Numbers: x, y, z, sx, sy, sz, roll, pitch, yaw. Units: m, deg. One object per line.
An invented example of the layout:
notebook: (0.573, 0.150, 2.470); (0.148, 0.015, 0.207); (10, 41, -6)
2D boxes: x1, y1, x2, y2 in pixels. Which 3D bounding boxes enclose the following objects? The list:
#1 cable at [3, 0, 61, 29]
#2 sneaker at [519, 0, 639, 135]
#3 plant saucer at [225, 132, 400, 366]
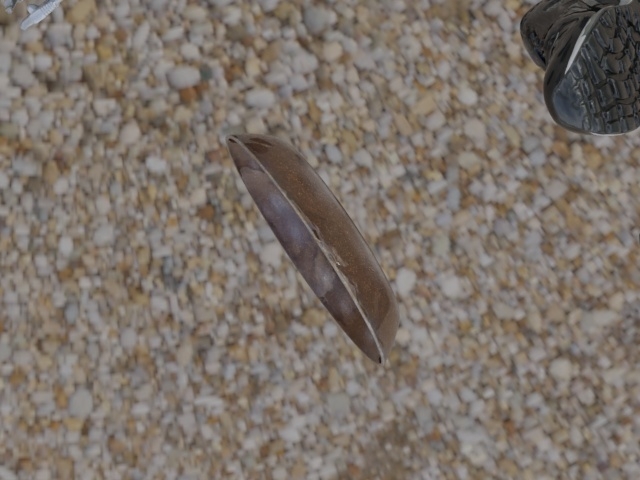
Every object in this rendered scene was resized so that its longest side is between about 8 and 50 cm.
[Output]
cable: (-0.266, -0.369, 1.423); (0.257, 0.257, 0.089); (-27, 154, 34)
sneaker: (0.228, -0.164, 1.271); (0.124, 0.283, 0.107); (-9, 115, 33)
plant saucer: (0.000, 0.000, 0.877); (0.029, 0.168, 0.168); (-33, 118, -7)
